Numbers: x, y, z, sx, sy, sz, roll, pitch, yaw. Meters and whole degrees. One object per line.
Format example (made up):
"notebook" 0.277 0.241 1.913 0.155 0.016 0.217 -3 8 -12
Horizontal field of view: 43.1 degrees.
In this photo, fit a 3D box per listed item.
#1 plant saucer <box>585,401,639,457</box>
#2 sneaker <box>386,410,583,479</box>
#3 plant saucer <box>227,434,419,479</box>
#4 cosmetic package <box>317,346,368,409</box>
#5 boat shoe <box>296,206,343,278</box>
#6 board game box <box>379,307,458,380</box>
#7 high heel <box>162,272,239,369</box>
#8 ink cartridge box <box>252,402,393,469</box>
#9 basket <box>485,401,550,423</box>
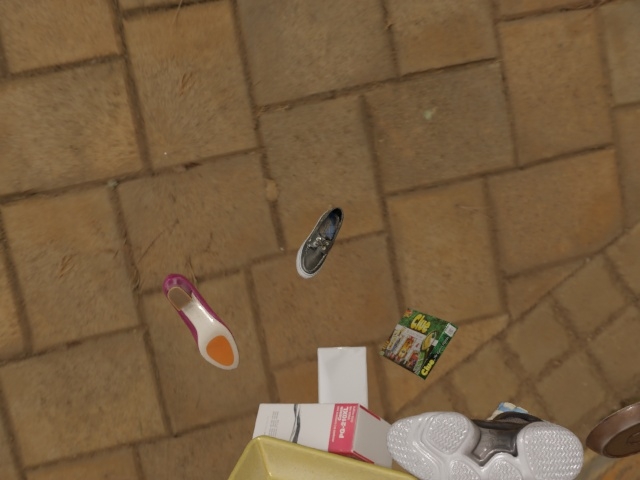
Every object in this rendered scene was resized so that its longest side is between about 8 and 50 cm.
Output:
"plant saucer" 0.532 0.323 1.366 0.168 0.029 0.168 -10 140 -9
"sneaker" 0.230 0.297 1.171 0.268 0.153 0.101 3 84 6
"plant saucer" -0.030 0.517 1.384 0.333 0.333 0.081 10 129 20
"cosmetic package" 0.052 0.365 1.862 0.117 0.085 0.231 0 70 2
"boat shoe" 0.000 0.000 1.392 0.049 0.040 0.142 29 61 -8
"board game box" 0.217 0.229 1.839 0.030 0.259 0.136 37 83 -12
"high heel" -0.261 0.176 1.774 0.082 0.117 0.244 -40 110 1
"ink cartridge box" 0.007 0.397 1.626 0.172 0.237 0.100 43 49 -47
"basket" 0.421 0.549 1.883 0.201 0.255 0.289 17 58 22
